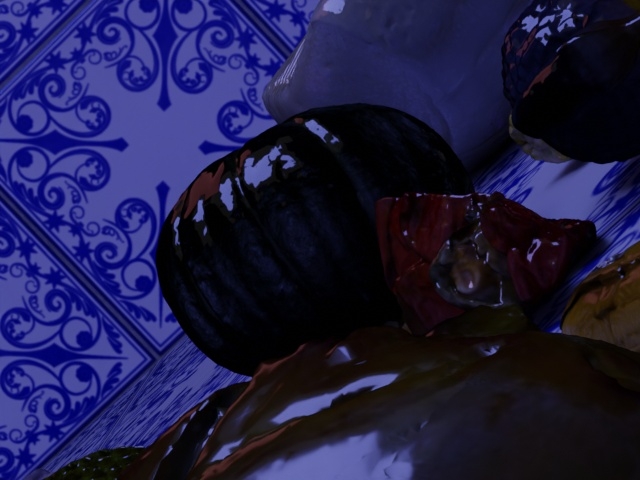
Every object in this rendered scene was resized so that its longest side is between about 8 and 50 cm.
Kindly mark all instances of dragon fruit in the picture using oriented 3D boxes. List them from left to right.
[{"bbox_3d":[0.102,0.024,1.064,0.192,0.122,0.092,171,106,-77],"label":"dragon fruit"}]

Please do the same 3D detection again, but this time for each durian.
[{"bbox_3d":[-0.186,0.229,1.511,0.215,0.086,0.100,-31,-19,-7],"label":"durian"}]

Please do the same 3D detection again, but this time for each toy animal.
[{"bbox_3d":[0.192,-0.125,1.163,0.185,0.122,0.298,-43,3,7],"label":"toy animal"}]

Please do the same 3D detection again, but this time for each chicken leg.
[{"bbox_3d":[-0.042,0.142,0.552,0.361,0.140,0.211,-38,13,17],"label":"chicken leg"}]

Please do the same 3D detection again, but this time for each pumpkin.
[{"bbox_3d":[0.000,0.000,1.301,0.220,0.162,0.220,-31,-10,-6],"label":"pumpkin"}]

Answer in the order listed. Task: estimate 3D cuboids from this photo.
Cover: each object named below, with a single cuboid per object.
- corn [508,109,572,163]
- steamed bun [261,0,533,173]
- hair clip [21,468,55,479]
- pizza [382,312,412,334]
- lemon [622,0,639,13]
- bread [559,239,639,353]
[{"bbox_3d":[0.207,-0.122,1.396,0.165,0.063,0.085,-43,-6,-16],"label":"corn"},{"bbox_3d":[0.100,-0.172,1.839,0.247,0.236,0.383,-55,1,-16],"label":"steamed bun"},{"bbox_3d":[-0.277,0.273,1.892,0.101,0.085,0.331,-42,2,-10],"label":"hair clip"},{"bbox_3d":[0.030,0.083,1.198,0.176,0.036,0.185,-43,4,5],"label":"pizza"},{"bbox_3d":[0.212,-0.216,0.881,0.253,0.253,0.310,-42,31,14],"label":"lemon"},{"bbox_3d":[0.134,0.020,0.729,0.072,0.053,0.106,-41,-3,-27],"label":"bread"}]
